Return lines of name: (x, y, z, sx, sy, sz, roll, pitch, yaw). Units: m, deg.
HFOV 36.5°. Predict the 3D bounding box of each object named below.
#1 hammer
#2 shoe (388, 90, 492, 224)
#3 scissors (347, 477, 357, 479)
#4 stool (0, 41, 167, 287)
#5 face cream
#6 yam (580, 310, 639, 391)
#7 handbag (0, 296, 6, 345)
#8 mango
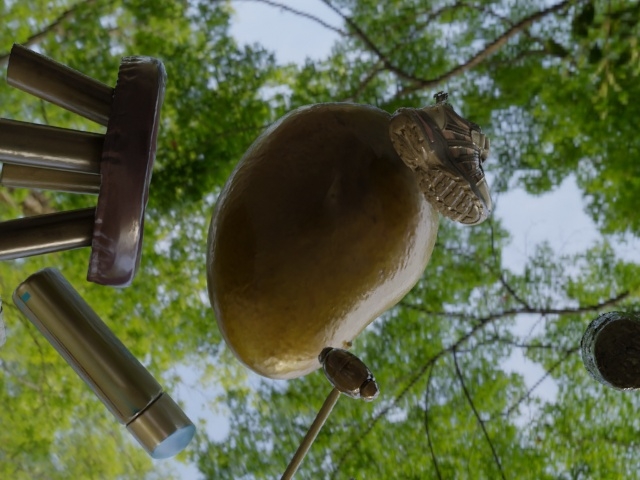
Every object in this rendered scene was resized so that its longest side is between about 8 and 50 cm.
hammer: (-0.017, 0.096, 0.361, 0.029, 0.014, 0.123, 33, -84, 36)
shoe: (0.170, -0.108, 1.256, 0.092, 0.089, 0.180, -36, -91, -27)
scissors: (0.119, 0.369, 1.257, 0.030, 0.242, 0.118, -45, -155, 19)
stool: (-0.280, -0.088, 1.110, 0.178, 0.272, 0.272, 8, -131, -12)
face cream: (-0.265, 0.159, 1.213, 0.067, 0.139, 0.285, -41, -89, -7)
yam: (0.391, 0.144, 1.260, 0.107, 0.183, 0.107, 0, -93, 10)
handbag: (-0.683, 0.136, 1.708, 0.109, 0.316, 0.253, 36, -132, 26)
mango: (0.000, 0.000, 1.313, 0.301, 0.220, 0.445, 30, -124, -10)
